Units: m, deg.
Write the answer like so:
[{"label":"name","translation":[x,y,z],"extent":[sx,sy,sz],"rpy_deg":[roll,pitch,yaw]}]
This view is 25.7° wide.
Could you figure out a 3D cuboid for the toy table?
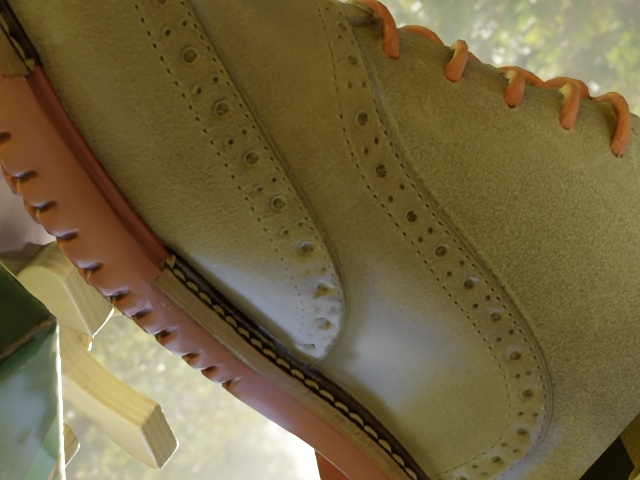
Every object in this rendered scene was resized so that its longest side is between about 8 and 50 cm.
[{"label":"toy table","translation":[-0.195,0.060,0.994],"extent":[0.274,0.160,0.252],"rpy_deg":[-60,153,-17]}]

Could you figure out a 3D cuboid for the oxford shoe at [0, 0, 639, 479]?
[{"label":"oxford shoe","translation":[0.014,-0.023,0.407],"extent":[0.146,0.397,0.140],"rpy_deg":[-33,-147,8]}]

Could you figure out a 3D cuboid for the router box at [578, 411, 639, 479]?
[{"label":"router box","translation":[0.163,0.075,0.192],"extent":[0.243,0.081,0.309],"rpy_deg":[-55,-159,22]}]

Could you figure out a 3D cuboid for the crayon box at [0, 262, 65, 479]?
[{"label":"crayon box","translation":[-0.214,0.073,0.658],"extent":[0.083,0.203,0.323],"rpy_deg":[-39,160,-29]}]
